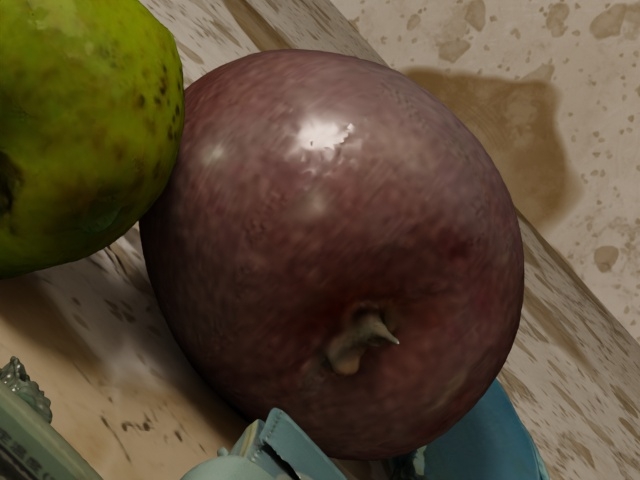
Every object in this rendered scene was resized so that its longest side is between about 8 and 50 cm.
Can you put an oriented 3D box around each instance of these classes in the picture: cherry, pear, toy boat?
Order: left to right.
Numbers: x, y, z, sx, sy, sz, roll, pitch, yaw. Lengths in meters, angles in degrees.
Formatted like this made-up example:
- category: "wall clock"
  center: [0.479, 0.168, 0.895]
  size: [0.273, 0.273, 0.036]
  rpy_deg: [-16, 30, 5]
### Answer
- category: "pear"
  center: [-0.191, -0.116, 0.879]
  size: [0.282, 0.176, 0.286]
  rpy_deg: [54, 16, 28]
- category: "cherry"
  center: [0.000, 0.000, 1.020]
  size: [0.261, 0.221, 0.307]
  rpy_deg: [60, -10, -31]
- category: "toy boat"
  center: [0.091, 0.159, 1.119]
  size: [0.098, 0.109, 0.238]
  rpy_deg: [98, -25, -45]

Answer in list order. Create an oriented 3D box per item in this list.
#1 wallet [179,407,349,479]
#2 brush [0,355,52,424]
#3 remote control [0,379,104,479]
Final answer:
- category: "wallet"
  center: [-0.011, 0.181, 0.732]
  size: [0.176, 0.075, 0.250]
  rpy_deg: [50, 12, -4]
- category: "brush"
  center: [-0.130, 0.100, 0.703]
  size: [0.034, 0.027, 0.190]
  rpy_deg: [39, 14, -20]
- category: "remote control"
  center: [-0.136, 0.125, 0.531]
  size: [0.123, 0.038, 0.285]
  rpy_deg: [44, 16, -5]
